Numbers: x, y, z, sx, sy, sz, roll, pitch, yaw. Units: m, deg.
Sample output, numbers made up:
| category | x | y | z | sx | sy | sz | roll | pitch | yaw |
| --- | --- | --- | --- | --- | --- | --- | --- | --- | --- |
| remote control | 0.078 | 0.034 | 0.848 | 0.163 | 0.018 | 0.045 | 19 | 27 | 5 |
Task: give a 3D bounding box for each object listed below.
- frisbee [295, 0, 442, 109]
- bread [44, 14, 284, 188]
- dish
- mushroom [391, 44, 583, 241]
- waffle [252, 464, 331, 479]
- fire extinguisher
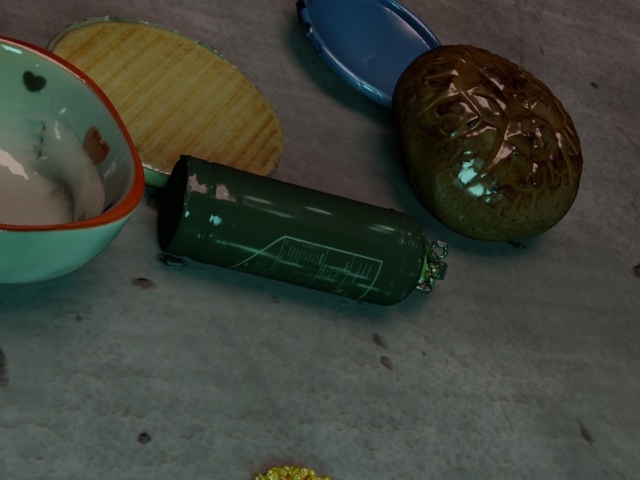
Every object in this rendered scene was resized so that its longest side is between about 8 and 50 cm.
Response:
| category | x | y | z | sx | sy | sz | roll | pitch | yaw |
| --- | --- | --- | --- | --- | --- | --- | --- | --- | --- |
| frisbee | 0.068 | -0.237 | 1.554 | 0.242 | 0.045 | 0.242 | 24 | 40 | -22 |
| bread | -0.162 | -0.136 | 1.278 | 0.267 | 0.040 | 0.267 | 20 | 37 | -16 |
| dish | -0.282 | -0.056 | 1.033 | 0.256 | 0.117 | 0.256 | 22 | 37 | -17 |
| mushroom | 0.189 | -0.112 | 1.412 | 0.253 | 0.153 | 0.253 | 21 | 48 | -25 |
| waffle | -0.013 | 0.216 | 0.999 | 0.078 | 0.016 | 0.085 | -3 | 49 | -37 |
| fire extinguisher | 0.000 | 0.000 | 1.197 | 0.311 | 0.095 | 0.114 | 14 | -1 | -20 |
